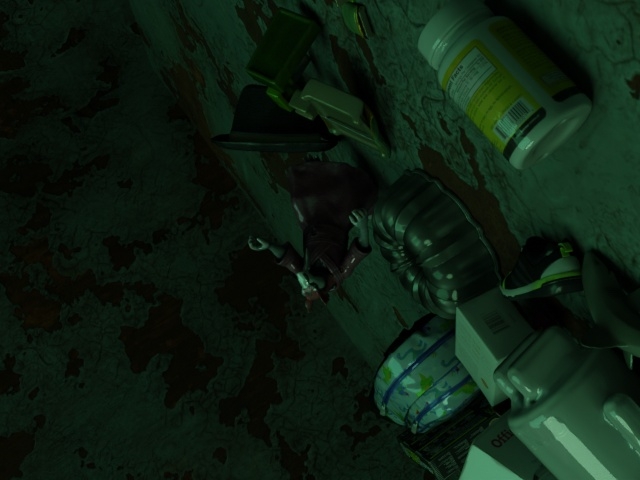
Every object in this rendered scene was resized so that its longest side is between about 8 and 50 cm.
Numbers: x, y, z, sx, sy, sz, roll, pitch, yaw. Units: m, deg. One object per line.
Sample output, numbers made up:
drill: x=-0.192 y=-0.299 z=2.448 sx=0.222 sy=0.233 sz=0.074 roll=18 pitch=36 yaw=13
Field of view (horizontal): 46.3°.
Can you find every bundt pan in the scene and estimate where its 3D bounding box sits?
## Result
bundt pan: x=0.219 y=0.024 z=1.524 sx=0.331 sy=0.124 sz=0.331 roll=52 pitch=167 yaw=18

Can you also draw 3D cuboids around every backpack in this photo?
backpack: x=0.254 y=0.292 z=1.684 sx=0.273 sy=0.290 sz=0.355 roll=50 pitch=165 yaw=34

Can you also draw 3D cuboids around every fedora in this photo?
fedora: x=-0.111 y=-0.297 z=1.797 sx=0.334 sy=0.334 sz=0.152 roll=-153 pitch=62 yaw=-67

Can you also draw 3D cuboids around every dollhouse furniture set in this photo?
dollhouse furniture set: x=0.032 y=-0.407 z=1.287 sx=0.076 sy=0.058 sz=0.151 roll=41 pitch=160 yaw=53
dollhouse furniture set: x=0.031 y=-0.317 z=1.520 sx=0.301 sy=0.151 sz=0.197 roll=30 pitch=177 yaw=27

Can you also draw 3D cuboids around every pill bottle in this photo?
pill bottle: x=0.223 y=-0.200 z=0.930 sx=0.208 sy=0.119 sz=0.119 roll=53 pitch=168 yaw=18

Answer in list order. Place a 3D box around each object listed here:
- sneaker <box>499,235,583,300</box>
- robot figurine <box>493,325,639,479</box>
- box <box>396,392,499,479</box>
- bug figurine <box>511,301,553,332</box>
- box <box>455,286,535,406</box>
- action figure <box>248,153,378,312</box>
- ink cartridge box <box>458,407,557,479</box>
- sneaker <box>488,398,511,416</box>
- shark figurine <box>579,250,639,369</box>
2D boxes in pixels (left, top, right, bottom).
sneaker: x=0.355 y=0.041 z=1.203 sx=0.235 sy=0.084 sz=0.097 roll=146 pitch=115 yaw=-77
robot figurine: x=0.432 y=0.295 z=1.147 sx=0.353 sy=0.200 sz=0.300 roll=46 pitch=171 yaw=8
box: x=0.338 y=0.450 z=1.807 sx=0.060 sy=0.270 sz=0.216 roll=60 pitch=167 yaw=-9
bug figurine: x=0.409 y=0.219 z=1.406 sx=0.216 sy=0.072 sz=0.279 roll=66 pitch=171 yaw=-12
box: x=0.314 y=0.191 z=1.343 sx=0.130 sy=0.091 sz=0.170 roll=57 pitch=167 yaw=37
action figure: x=0.000 y=0.000 z=1.669 sx=0.275 sy=0.248 sz=0.370 roll=69 pitch=-155 yaw=-58
ink cartridge box: x=0.427 y=0.436 z=1.298 sx=0.307 sy=0.223 sz=0.129 roll=32 pitch=123 yaw=32
sneaker: x=0.459 y=0.391 z=1.552 sx=0.314 sy=0.116 sz=0.136 roll=38 pitch=159 yaw=56
shark figurine: x=0.403 y=0.118 z=0.969 sx=0.278 sy=0.116 sz=0.166 roll=-149 pitch=52 yaw=-75
